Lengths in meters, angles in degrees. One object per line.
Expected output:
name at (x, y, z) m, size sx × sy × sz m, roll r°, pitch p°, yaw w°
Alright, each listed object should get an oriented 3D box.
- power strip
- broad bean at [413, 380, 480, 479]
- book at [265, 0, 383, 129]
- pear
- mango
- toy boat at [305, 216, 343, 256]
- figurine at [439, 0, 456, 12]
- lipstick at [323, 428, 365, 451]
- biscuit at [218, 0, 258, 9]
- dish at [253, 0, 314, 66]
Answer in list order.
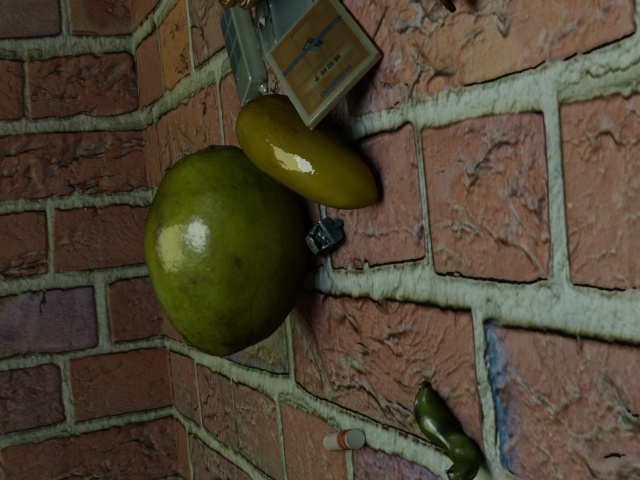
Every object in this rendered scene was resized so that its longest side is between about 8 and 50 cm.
power strip at (-0.176, -0.429, 2.056) m, size 0.118 × 0.046 × 0.270 m, roll 126°, pitch 133°, yaw -60°
broad bean at (0.179, 0.280, 1.342) m, size 0.213 × 0.070 × 0.048 m, roll -115°, pitch 44°, yaw -59°
book at (-0.002, -0.315, 1.556) m, size 0.170 × 0.018 × 0.241 m, roll -45°, pitch 43°, yaw 16°
pear at (-0.182, 0.017, 1.823) m, size 0.352 × 0.352 × 0.413 m, roll -161°, pitch 63°, yaw -66°
mango at (-0.037, -0.158, 1.588) m, size 0.142 × 0.195 × 0.331 m, roll -62°, pitch 35°, yaw 11°
toy boat at (0.000, 0.000, 1.723) m, size 0.055 × 0.060 × 0.141 m, roll 55°, pitch 159°, yaw 5°
figurine at (0.103, -0.399, 1.239) m, size 0.143 × 0.143 × 0.271 m, roll 120°, pitch 140°, yaw -56°
lipstick at (0.044, 0.381, 1.740) m, size 0.131 × 0.038 × 0.038 m, roll 142°, pitch 119°, yaw -66°
biscuit at (-0.133, -0.552, 1.749) m, size 0.208 × 0.041 × 0.290 m, roll -30°, pitch 44°, yaw 36°
dish at (-0.078, -0.435, 1.762) m, size 0.182 × 0.080 × 0.243 m, roll 150°, pitch 112°, yaw -67°
